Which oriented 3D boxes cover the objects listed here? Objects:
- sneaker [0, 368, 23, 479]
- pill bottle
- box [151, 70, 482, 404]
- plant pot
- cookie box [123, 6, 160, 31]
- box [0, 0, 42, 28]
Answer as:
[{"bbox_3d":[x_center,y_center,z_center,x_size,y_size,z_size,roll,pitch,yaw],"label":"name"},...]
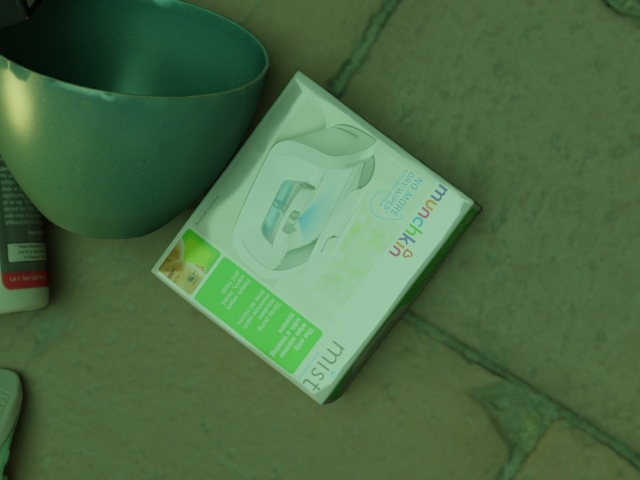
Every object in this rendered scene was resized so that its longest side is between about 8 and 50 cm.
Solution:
[{"bbox_3d":[-0.381,0.276,1.638,0.094,0.151,0.256,6,56,21],"label":"sneaker"},{"bbox_3d":[-0.391,-0.075,1.593,0.176,0.176,0.318,-5,89,10],"label":"pill bottle"},{"bbox_3d":[0.000,0.000,1.553,0.231,0.127,0.262,38,95,10],"label":"box"},{"bbox_3d":[-0.211,-0.117,1.505,0.290,0.290,0.195,17,117,10],"label":"plant pot"},{"bbox_3d":[-0.208,-0.288,1.632,0.092,0.040,0.107,14,91,9],"label":"cookie box"},{"bbox_3d":[-0.411,-0.271,1.493,0.318,0.395,0.097,-15,114,8],"label":"box"}]
